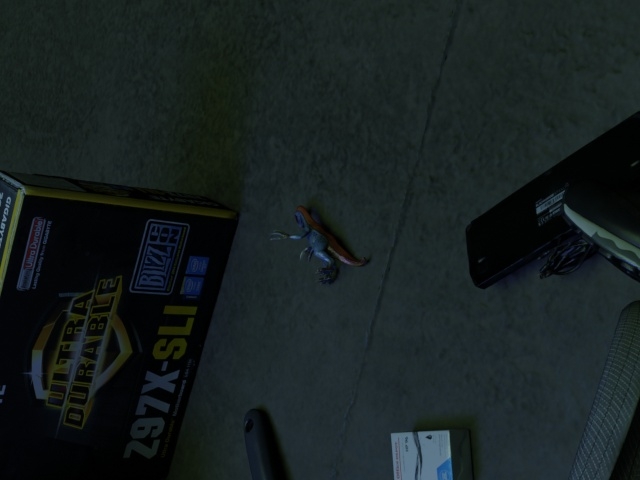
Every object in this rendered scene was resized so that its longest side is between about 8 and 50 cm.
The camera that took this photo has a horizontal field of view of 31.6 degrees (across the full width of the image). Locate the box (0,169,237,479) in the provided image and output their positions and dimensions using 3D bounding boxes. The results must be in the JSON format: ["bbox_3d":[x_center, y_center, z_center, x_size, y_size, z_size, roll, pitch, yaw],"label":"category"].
[{"bbox_3d":[-0.242,0.100,1.156,0.079,0.257,0.322,27,104,43],"label":"box"}]

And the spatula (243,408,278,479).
[{"bbox_3d":[-0.029,0.298,1.079,0.084,0.030,0.296,-38,60,36],"label":"spatula"}]

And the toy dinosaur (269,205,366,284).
[{"bbox_3d":[0.000,0.000,1.088,0.090,0.047,0.082,-12,65,11],"label":"toy dinosaur"}]

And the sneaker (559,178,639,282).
[{"bbox_3d":[0.297,0.005,0.728,0.283,0.107,0.124,30,94,30],"label":"sneaker"}]

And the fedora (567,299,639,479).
[{"bbox_3d":[0.217,0.179,0.737,0.124,0.243,0.275,19,96,16],"label":"fedora"}]

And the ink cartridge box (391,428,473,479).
[{"bbox_3d":[0.088,0.187,0.969,0.083,0.028,0.048,-13,76,45],"label":"ink cartridge box"}]

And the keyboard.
[{"bbox_3d":[0.195,-0.014,0.888,0.192,0.038,0.100,-36,38,39],"label":"keyboard"}]
